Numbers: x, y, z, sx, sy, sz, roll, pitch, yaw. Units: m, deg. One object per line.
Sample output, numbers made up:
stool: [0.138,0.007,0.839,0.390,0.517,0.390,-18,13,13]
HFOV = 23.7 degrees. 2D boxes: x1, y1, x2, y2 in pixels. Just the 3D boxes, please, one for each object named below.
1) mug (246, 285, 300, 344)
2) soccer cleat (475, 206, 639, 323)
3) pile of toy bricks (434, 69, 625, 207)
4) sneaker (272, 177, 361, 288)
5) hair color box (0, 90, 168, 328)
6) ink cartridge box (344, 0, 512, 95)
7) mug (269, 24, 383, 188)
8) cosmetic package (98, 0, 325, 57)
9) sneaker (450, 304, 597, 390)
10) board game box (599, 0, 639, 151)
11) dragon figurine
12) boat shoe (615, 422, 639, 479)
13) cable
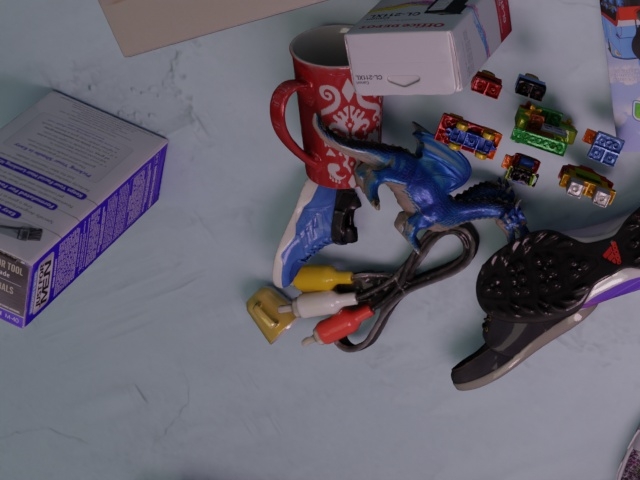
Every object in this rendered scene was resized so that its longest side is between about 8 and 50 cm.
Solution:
mug: [-0.063,0.092,2.022,0.064,0.062,0.078,47,160,6]
soccer cleat: [0.330,0.026,1.736,0.318,0.116,0.109,-22,67,29]
pile of toy bricks: [0.242,-0.126,1.716,0.212,0.105,0.118,20,111,-2]
sneaker: [0.000,0.000,1.916,0.084,0.058,0.152,23,94,12]
hair color box: [-0.354,-0.048,1.913,0.185,0.339,0.110,24,125,13]
ink cartridge box: [0.120,-0.226,1.671,0.127,0.175,0.072,2,119,26]
mug: [0.006,-0.153,1.805,0.150,0.113,0.169,-10,125,-11]
cosmetic package: [-0.102,-0.323,1.744,0.296,0.153,0.129,-11,113,30]
sneaker: [0.224,0.088,1.872,0.222,0.083,0.118,-39,91,28]
board game box: [0.388,-0.198,1.637,0.160,0.039,0.212,0,119,26]
dragon figurine: [0.119,-0.083,1.774,0.144,0.085,0.289,-43,105,4]
boat shoe: [0.408,0.251,1.874,0.066,0.063,0.184,32,128,7]
cable: [0.079,0.068,1.926,0.287,0.072,0.139,-18,101,34]
